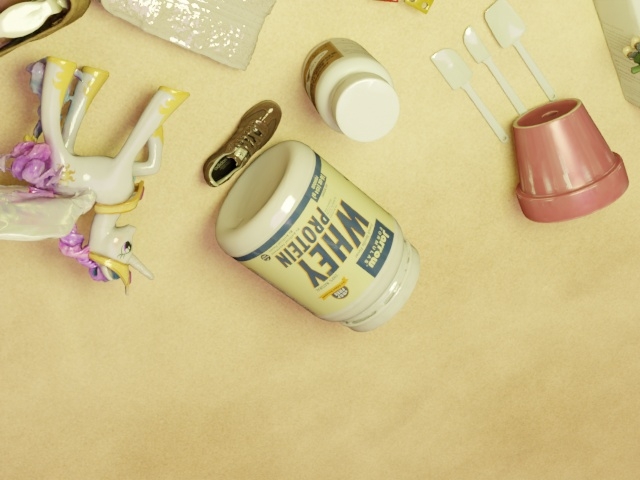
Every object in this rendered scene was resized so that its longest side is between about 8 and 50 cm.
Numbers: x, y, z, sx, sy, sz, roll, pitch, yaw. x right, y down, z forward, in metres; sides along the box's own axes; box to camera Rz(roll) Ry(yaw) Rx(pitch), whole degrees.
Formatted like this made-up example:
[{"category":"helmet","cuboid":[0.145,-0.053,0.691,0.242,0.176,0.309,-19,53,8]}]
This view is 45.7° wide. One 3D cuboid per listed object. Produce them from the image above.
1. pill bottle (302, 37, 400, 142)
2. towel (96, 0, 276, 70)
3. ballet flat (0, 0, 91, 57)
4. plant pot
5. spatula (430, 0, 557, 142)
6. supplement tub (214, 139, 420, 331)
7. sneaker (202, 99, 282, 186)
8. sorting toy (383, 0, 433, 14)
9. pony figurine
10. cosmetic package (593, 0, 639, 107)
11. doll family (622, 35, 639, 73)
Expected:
[{"category":"pill bottle","cuboid":[0.050,-0.247,1.254,0.131,0.229,0.131,-5,117,-10]},{"category":"towel","cuboid":[-0.202,-0.402,1.197,0.282,0.049,0.187,17,110,-30]},{"category":"ballet flat","cuboid":[-0.510,-0.318,1.152,0.342,0.124,0.116,-21,119,-1]},{"category":"plant pot","cuboid":[0.448,-0.157,1.419,0.201,0.201,0.180,-25,108,1]},{"category":"spatula","cuboid":[0.335,-0.305,1.408,0.168,0.019,0.242,-41,118,9]},{"category":"supplement tub","cuboid":[0.000,0.000,1.368,0.324,0.235,0.235,37,104,-26]},{"category":"sneaker","cuboid":[-0.133,-0.164,1.346,0.066,0.071,0.188,37,105,-26]},{"category":"sorting toy","cuboid":[0.153,-0.515,1.242,0.132,0.046,0.275,-1,117,-12]},{"category":"pony figurine","cuboid":[-0.409,-0.102,1.231,0.350,0.303,0.364,11,99,-27]},{"category":"cosmetic package","cuboid":[0.613,-0.430,1.330,0.217,0.156,0.385,-29,118,3]},{"category":"doll family","cuboid":[0.590,-0.329,1.225,0.076,0.111,0.193,34,110,-23]}]
